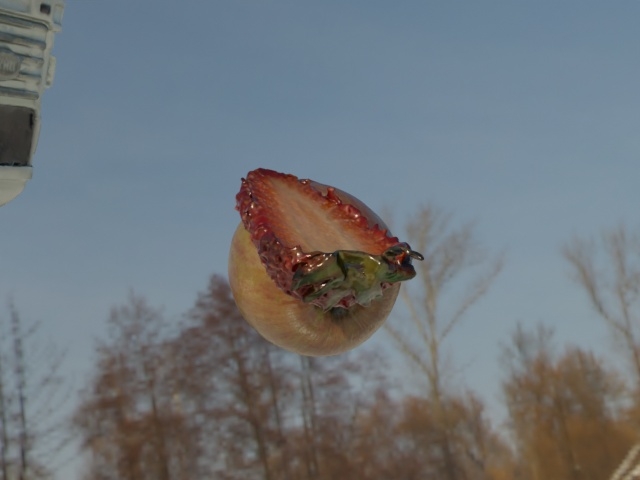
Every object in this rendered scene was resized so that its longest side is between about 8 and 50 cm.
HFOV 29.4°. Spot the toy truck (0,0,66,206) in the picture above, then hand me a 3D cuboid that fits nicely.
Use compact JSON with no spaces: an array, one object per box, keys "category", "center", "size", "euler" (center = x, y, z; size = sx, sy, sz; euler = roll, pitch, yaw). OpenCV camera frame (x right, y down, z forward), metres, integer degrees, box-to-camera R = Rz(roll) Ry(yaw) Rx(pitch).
[{"category":"toy truck","center":[-0.379,-0.112,0.853],"size":[0.387,0.207,0.173],"euler":[8,5,22]}]

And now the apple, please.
[{"category":"apple","center":[-0.007,0.035,1.494],"size":[0.211,0.211,0.188],"euler":[-5,18,-18]}]

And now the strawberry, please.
[{"category":"strawberry","center":[-0.001,0.006,1.247],"size":[0.167,0.208,0.087],"euler":[3,-64,-21]}]
